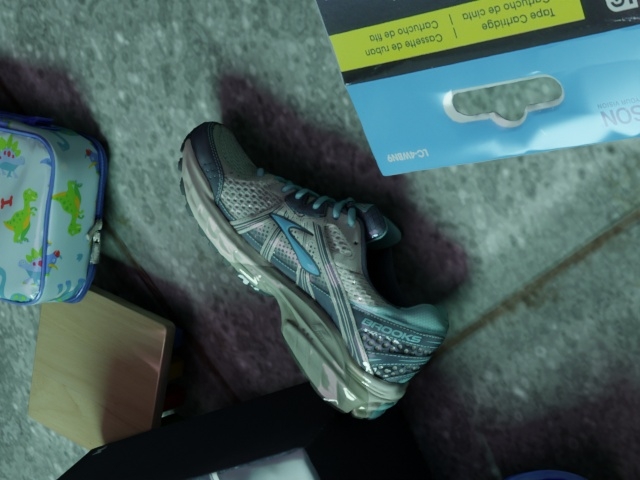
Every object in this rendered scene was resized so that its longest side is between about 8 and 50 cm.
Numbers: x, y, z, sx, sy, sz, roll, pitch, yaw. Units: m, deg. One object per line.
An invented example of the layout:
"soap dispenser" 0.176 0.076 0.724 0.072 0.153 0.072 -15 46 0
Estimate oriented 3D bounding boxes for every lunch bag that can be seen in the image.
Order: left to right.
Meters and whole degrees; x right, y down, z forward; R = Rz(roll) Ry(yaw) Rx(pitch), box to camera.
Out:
"lunch bag" -0.304 -0.038 1.401 0.219 0.090 0.176 13 101 35

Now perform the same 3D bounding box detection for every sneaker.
"sneaker" 0.000 0.000 1.187 0.122 0.110 0.283 -43 74 19

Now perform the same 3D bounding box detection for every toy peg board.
"toy peg board" -0.197 0.122 1.447 0.161 0.079 0.160 22 111 31

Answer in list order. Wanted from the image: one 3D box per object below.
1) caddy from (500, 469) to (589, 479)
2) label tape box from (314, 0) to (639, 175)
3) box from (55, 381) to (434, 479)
"caddy" 0.173 0.334 1.098 0.179 0.241 0.341 -16 112 50
"label tape box" 0.102 -0.231 0.935 0.249 0.115 0.347 -7 111 42
"box" -0.055 0.315 1.279 0.343 0.179 0.312 -21 98 28
